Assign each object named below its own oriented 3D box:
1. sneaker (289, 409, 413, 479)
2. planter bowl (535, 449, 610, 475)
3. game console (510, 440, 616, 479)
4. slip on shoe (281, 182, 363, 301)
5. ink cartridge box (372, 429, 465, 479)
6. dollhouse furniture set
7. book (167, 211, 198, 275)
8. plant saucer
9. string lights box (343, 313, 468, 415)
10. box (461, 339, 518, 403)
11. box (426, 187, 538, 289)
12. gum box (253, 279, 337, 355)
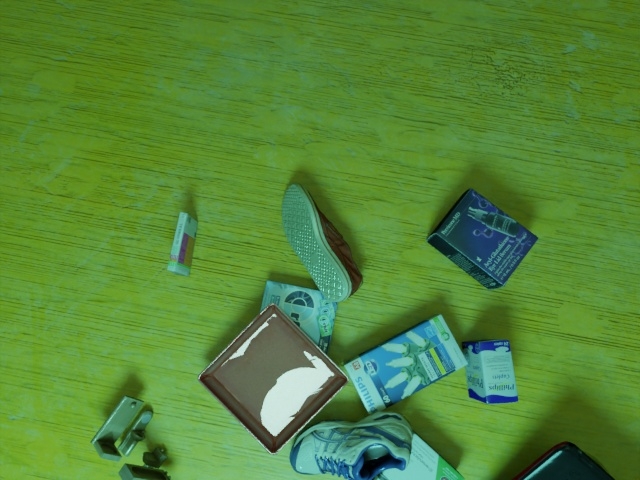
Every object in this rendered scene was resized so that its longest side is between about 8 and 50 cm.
[{"bbox_3d":[0.056,0.467,1.039,0.296,0.131,0.112,-24,105,16],"label":"sneaker"},{"bbox_3d":[0.586,0.591,1.067,0.217,0.090,0.217,0,78,0],"label":"planter bowl"},{"bbox_3d":[0.543,0.656,0.997,0.386,0.060,0.342,41,111,7],"label":"game console"},{"bbox_3d":[0.000,0.000,1.190,0.101,0.123,0.331,-9,62,-46],"label":"slip on shoe"},{"bbox_3d":[0.197,0.561,1.075,0.153,0.087,0.208,40,82,8],"label":"ink cartridge box"},{"bbox_3d":[-0.395,0.458,1.070,0.151,0.144,0.123,25,77,42],"label":"dollhouse furniture set"},{"bbox_3d":[-0.342,0.011,1.184,0.035,0.096,0.144,9,78,2],"label":"book"},{"bbox_3d":[-0.109,0.321,1.119,0.259,0.048,0.258,45,92,2],"label":"plant saucer"},{"bbox_3d":[0.199,0.294,1.135,0.260,0.077,0.133,-27,81,-5],"label":"string lights box"},{"bbox_3d":[0.391,0.302,1.107,0.072,0.126,0.137,-5,78,-2],"label":"box"},{"bbox_3d":[0.396,-0.002,1.179,0.207,0.108,0.153,38,82,7],"label":"box"},{"bbox_3d":[-0.059,0.193,1.174,0.184,0.041,0.157,12,79,2],"label":"gum box"}]
